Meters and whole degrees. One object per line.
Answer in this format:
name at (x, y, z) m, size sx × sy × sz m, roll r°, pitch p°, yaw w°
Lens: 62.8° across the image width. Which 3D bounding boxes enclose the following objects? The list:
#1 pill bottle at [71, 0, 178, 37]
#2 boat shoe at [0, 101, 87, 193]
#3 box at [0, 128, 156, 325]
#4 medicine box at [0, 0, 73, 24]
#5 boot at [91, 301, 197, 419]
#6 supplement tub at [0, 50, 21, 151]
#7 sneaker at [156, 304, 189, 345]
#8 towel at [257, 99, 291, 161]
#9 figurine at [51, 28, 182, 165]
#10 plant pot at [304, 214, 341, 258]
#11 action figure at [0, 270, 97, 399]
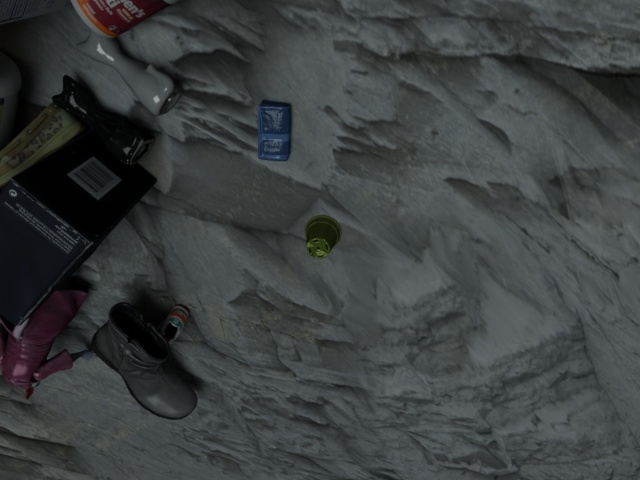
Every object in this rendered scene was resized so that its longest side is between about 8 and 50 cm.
pill bottle at (-0.317, -0.456, 0.916) m, size 0.221 × 0.121 × 0.121 m, roll -20°, pitch 113°, yaw 18°
boat shoe at (-0.605, -0.168, 1.047) m, size 0.089 × 0.285 × 0.104 m, roll 48°, pitch 145°, yaw -15°
box at (-0.541, -0.035, 1.078) m, size 0.182 × 0.296 × 0.294 m, roll 42°, pitch 116°, yaw -14°
medicine box at (-0.567, -0.495, 0.836) m, size 0.263 × 0.289 × 0.149 m, roll 33°, pitch 120°, yaw -10°
boot at (-0.417, 0.313, 1.300) m, size 0.338 × 0.118 × 0.222 m, roll 42°, pitch 139°, yaw -11°
supplement tub at (-0.744, -0.227, 1.045) m, size 0.228 × 0.228 × 0.316 m, roll 26°, pitch 118°, yaw -6°
sneaker at (-0.391, 0.238, 1.328) m, size 0.057 × 0.075 × 0.161 m, roll 34°, pitch 118°, yaw -10°
towel at (-0.094, -0.220, 1.062) m, size 0.067 × 0.029 × 0.120 m, roll 6°, pitch 119°, yaw 5°
figurine at (-0.411, -0.294, 1.043) m, size 0.209 × 0.092 × 0.215 m, roll 37°, pitch 116°, yaw -7°
plant pot at (0.000, 0.000, 1.137) m, size 0.083 × 0.079 × 0.083 m, roll 4°, pitch 119°, yaw 7°
action figure at (-0.699, 0.248, 1.285) m, size 0.248 × 0.276 × 0.370 m, roll 16°, pitch 106°, yaw -7°
